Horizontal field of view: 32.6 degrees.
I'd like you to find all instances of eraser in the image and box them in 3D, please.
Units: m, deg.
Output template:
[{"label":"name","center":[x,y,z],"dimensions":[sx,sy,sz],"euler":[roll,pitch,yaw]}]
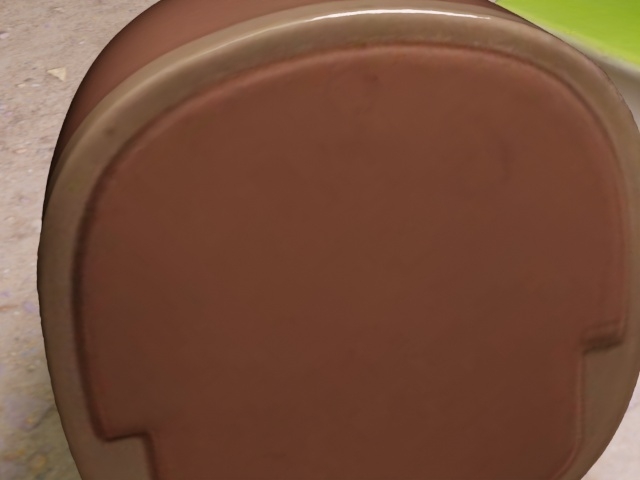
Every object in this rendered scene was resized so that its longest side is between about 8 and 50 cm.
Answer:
[{"label":"eraser","center":[0.307,-0.158,0.952],"dimensions":[0.210,0.092,0.274],"euler":[-22,36,-28]}]

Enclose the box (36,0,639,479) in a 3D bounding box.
[{"label":"box","center":[0.000,0.000,0.568],"dimensions":[0.301,0.301,0.216],"euler":[-9,25,-9]}]
